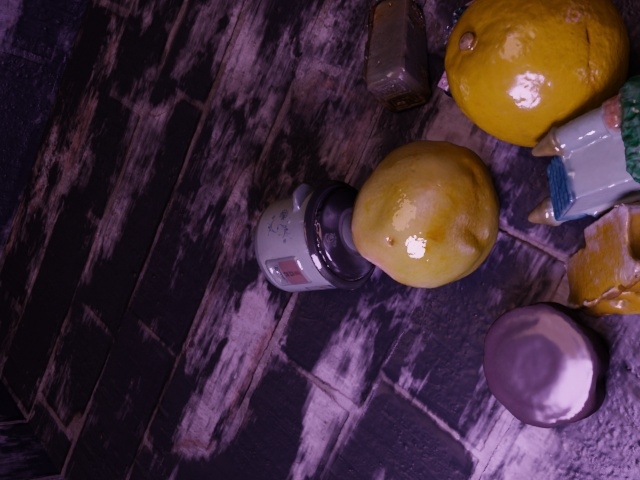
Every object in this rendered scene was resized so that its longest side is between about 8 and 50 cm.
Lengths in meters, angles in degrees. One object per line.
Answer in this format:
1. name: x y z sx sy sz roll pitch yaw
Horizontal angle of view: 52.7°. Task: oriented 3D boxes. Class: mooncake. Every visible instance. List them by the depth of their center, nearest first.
1. mooncake: 0.441 0.241 1.268 0.245 0.133 0.245 -6 81 38

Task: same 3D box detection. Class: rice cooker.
1. rice cooker: 0.000 0.000 1.593 0.317 0.264 0.316 20 133 22

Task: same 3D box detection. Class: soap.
1. soap: 0.661 0.044 1.179 0.339 0.304 0.169 -1 73 0

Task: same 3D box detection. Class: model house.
1. model house: 0.516 -0.128 1.200 0.325 0.267 0.194 -26 62 46

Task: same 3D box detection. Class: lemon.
1. lemon: 0.413 -0.346 1.254 0.348 0.348 0.348 -7 79 39

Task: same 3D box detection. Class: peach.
1. peach: 0.222 -0.061 1.399 0.281 0.314 0.315 21 95 55

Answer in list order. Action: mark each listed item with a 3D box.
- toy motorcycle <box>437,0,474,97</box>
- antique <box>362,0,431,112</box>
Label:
1. toy motorcycle: 0.321 -0.443 1.426 0.108 0.204 0.239 21 99 32
2. antique: 0.189 -0.480 1.600 0.125 0.150 0.284 -11 68 34
